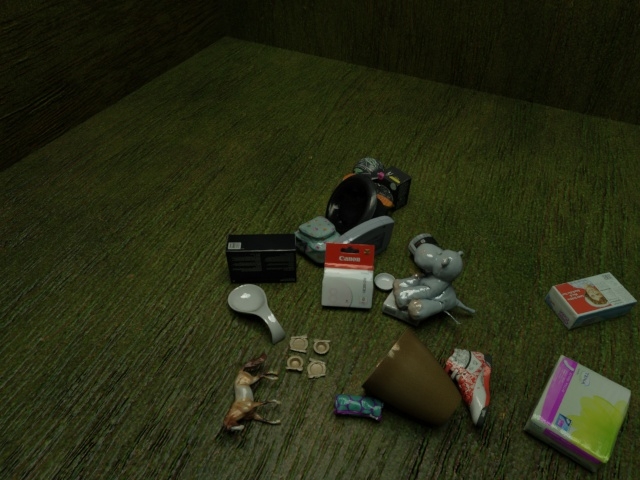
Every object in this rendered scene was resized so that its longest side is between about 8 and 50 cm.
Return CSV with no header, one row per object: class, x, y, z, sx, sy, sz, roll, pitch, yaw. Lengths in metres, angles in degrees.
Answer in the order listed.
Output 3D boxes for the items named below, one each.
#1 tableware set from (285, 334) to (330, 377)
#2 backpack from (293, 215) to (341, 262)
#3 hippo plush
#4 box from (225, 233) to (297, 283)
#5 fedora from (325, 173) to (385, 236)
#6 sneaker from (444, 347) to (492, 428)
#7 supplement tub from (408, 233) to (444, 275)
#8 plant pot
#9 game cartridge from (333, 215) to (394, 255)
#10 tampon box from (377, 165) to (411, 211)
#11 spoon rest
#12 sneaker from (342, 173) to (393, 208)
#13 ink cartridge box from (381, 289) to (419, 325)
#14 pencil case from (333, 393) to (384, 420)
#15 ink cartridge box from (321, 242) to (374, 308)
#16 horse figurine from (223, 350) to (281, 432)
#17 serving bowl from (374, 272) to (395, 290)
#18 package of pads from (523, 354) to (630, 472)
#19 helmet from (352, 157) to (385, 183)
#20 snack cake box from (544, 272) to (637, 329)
tableware set,-0.043,0.394,1.622,0.141,0.020,0.168,6,44,4
backpack,0.000,0.000,1.947,0.166,0.144,0.188,-27,54,-33
hippo plush,0.405,0.145,1.693,0.294,0.236,0.234,28,34,30
box,-0.223,0.071,1.834,0.261,0.184,0.103,-1,42,-3
fedora,0.167,-0.125,2.042,0.153,0.334,0.334,23,34,-31
sneaker,0.465,0.465,1.519,0.145,0.090,0.270,14,42,13
supplement tub,0.446,0.071,1.904,0.117,0.117,0.190,-14,46,-16
plant pot,0.298,0.442,1.464,0.254,0.237,0.237,38,53,13
game cartridge,0.165,0.015,1.896,0.294,0.196,0.060,-26,58,-26
tampon box,0.334,-0.238,2.187,0.101,0.161,0.120,-31,52,-29
spoon rest,-0.229,0.252,1.718,0.137,0.084,0.276,-30,53,-29
sneaker,0.221,-0.208,2.182,0.262,0.121,0.099,33,62,24
ink cartridge box,0.330,0.238,1.796,0.145,0.045,0.179,21,29,20
pencil case,0.118,0.518,1.467,0.152,0.064,0.070,6,28,5
ink cartridge box,0.103,0.132,1.760,0.189,0.232,0.066,3,14,2
horse figurine,-0.216,0.482,1.495,0.175,0.066,0.263,1,46,-10
serving bowl,0.254,0.168,1.860,0.083,0.027,0.083,1,43,-1
package of pads,0.799,0.525,1.457,0.229,0.101,0.296,28,50,25
helmet,0.234,-0.319,2.266,0.170,0.161,0.169,1,44,-1
snack cake box,1.015,0.226,1.782,0.265,0.089,0.152,-11,47,-12
